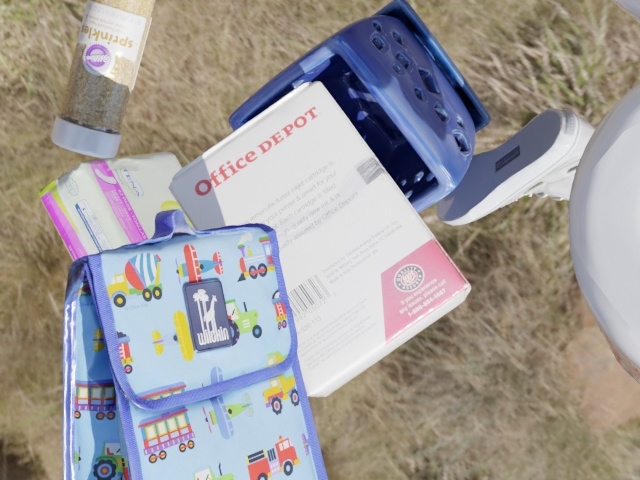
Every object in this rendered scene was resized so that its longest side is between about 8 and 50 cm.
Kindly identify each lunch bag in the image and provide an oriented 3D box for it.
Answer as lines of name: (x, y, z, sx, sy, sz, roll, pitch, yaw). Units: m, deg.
lunch bag: (-0.124, 0.116, 0.932, 0.221, 0.138, 0.293, -12, 99, -46)

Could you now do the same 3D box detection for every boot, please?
boot: (0.269, -0.072, 1.299, 0.123, 0.095, 0.258, 21, 150, -25)

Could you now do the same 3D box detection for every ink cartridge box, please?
ink cartridge box: (0.000, 0.000, 1.114, 0.207, 0.283, 0.117, -35, 168, 1)

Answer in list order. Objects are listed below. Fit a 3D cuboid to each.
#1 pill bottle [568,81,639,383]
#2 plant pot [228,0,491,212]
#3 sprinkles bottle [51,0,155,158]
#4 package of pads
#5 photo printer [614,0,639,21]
pill bottle: (0.319, 0.021, 0.771, 0.229, 0.229, 0.408, -48, 160, 4)
plant pot: (0.066, -0.158, 1.305, 0.236, 0.236, 0.212, 52, 44, -8)
sprinkles bottle: (-0.384, -0.331, 1.819, 0.121, 0.121, 0.355, 11, 101, -33)
package of pads: (-0.283, -0.021, 1.575, 0.101, 0.229, 0.296, -31, 175, 23)
photo printer: (0.343, -0.269, 1.009, 0.308, 0.256, 0.107, 22, 116, -37)
